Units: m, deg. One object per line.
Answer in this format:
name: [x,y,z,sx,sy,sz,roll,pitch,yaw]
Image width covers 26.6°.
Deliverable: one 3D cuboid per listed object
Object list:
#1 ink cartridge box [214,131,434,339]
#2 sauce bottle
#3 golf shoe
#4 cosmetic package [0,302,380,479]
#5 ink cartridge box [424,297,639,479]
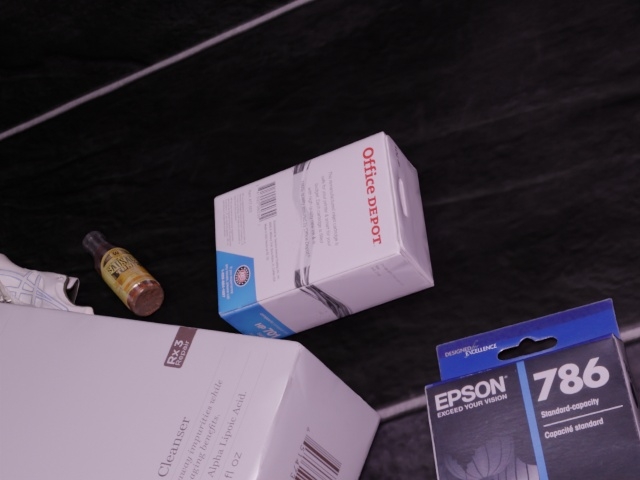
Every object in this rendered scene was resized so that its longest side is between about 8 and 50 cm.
ink cartridge box: [0.000,0.000,1.278,0.190,0.082,0.139,-19,54,20]
sauce bottle: [-0.211,0.032,1.419,0.042,0.042,0.128,-49,50,-3]
golf shoe: [-0.302,0.061,1.458,0.086,0.069,0.176,-33,50,-15]
cosmetic package: [-0.166,0.193,1.207,0.385,0.156,0.217,3,61,34]
ink cartridge box: [0.176,0.189,1.049,0.165,0.065,0.333,-18,51,15]
